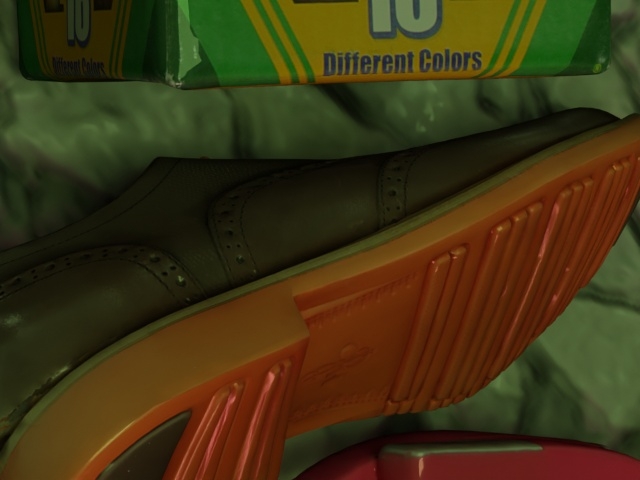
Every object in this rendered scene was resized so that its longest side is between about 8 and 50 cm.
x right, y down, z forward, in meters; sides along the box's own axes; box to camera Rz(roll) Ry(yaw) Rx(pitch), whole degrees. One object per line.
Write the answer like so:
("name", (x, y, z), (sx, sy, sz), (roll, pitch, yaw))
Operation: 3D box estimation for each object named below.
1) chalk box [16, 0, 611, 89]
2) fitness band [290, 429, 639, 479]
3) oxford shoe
("chalk box", (-0.011, -0.204, 0.705), (0.180, 0.179, 0.289), (-6, 99, -25))
("fitness band", (0.068, 0.188, 0.834), (0.290, 0.054, 0.209), (7, 90, -40))
("oxford shoe", (0.000, 0.000, 0.767), (0.363, 0.132, 0.130), (-22, 143, -40))
